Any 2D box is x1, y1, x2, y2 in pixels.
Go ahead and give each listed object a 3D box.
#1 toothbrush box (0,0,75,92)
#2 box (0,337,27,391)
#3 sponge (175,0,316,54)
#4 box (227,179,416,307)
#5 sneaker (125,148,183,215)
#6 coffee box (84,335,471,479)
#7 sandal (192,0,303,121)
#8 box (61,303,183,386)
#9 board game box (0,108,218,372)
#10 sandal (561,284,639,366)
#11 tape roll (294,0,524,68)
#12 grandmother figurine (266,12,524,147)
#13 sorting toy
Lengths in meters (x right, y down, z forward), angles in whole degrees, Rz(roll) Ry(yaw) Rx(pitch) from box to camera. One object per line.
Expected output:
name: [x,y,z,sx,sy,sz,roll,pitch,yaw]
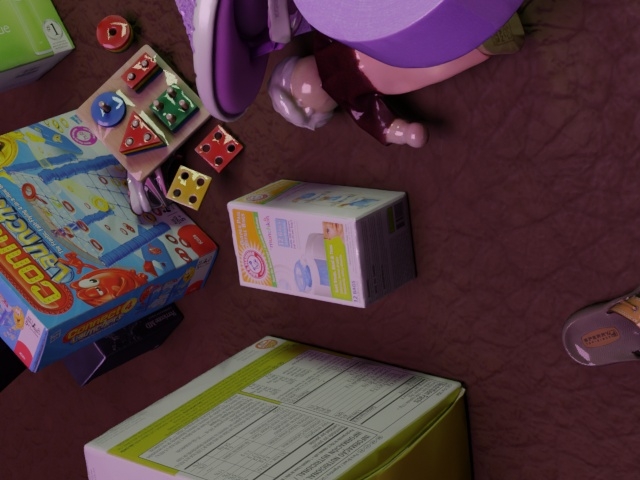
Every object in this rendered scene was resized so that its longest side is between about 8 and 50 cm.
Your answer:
toothbrush box: [-0.502,-0.339,1.850,0.122,0.206,0.283,-29,88,46]
box: [-0.569,0.087,1.969,0.312,0.343,0.179,37,132,6]
sponge: [-0.093,-0.289,1.626,0.210,0.031,0.117,-8,104,44]
box: [0.000,0.000,1.626,0.203,0.103,0.114,9,115,39]
sneaker: [-0.223,-0.125,1.805,0.072,0.077,0.178,154,108,-87]
coffee box: [-0.034,0.358,1.657,0.334,0.338,0.337,10,116,38]
sandal: [-0.042,-0.312,1.445,0.102,0.169,0.416,23,113,21]
box: [-0.309,0.097,1.914,0.158,0.156,0.093,53,134,10]
board game box: [-0.348,-0.012,1.795,0.308,0.302,0.086,44,132,18]
sandal: [0.327,0.084,1.399,0.219,0.060,0.090,-25,91,46]
tape roll: [0.093,-0.310,1.315,0.275,0.090,0.275,-16,66,39]
grandmother figurine: [0.065,-0.197,1.484,0.342,0.104,0.208,-16,89,48]
sorting toy: [-0.225,-0.161,1.739,0.132,0.046,0.274,-43,77,0]
